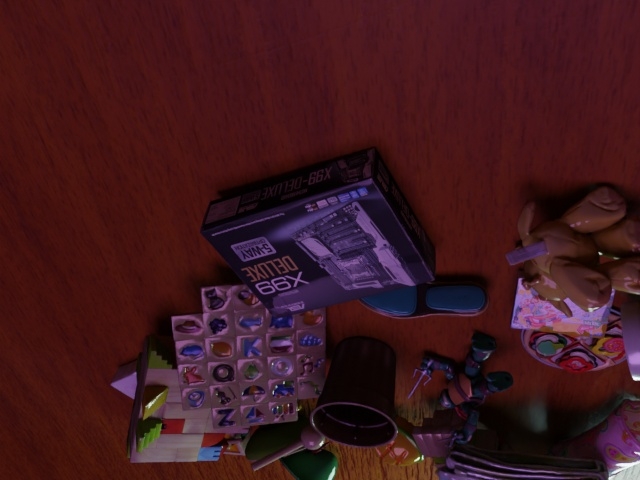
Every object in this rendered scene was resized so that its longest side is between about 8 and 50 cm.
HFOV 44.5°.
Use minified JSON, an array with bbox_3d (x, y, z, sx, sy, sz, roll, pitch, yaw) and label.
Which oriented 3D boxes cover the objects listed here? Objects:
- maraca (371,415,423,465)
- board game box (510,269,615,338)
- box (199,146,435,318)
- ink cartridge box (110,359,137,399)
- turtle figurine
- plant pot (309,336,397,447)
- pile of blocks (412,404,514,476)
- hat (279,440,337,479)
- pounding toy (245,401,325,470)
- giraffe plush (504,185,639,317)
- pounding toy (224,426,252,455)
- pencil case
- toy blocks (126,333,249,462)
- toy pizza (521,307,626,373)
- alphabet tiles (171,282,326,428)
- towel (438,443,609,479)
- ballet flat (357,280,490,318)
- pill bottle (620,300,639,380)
[{"bbox_3d":[0.146,0.429,1.716,0.186,0.099,0.127,17,138,36],"label":"maraca"},{"bbox_3d":[0.401,0.107,1.306,0.154,0.026,0.103,6,121,10],"label":"board game box"},{"bbox_3d":[0.000,0.000,1.270,0.308,0.076,0.242,-15,131,24],"label":"box"},{"bbox_3d":[-0.327,0.324,1.758,0.232,0.066,0.189,-21,128,39],"label":"ink cartridge box"},{"bbox_3d":[0.269,0.283,1.503,0.175,0.118,0.234,53,139,17],"label":"turtle figurine"},{"bbox_3d":[0.076,0.289,1.520,0.167,0.165,0.167,8,138,7],"label":"plant pot"},{"bbox_3d":[0.342,0.463,1.684,0.362,0.112,0.149,42,132,-20],"label":"pile of blocks"},{"bbox_3d":[0.019,0.516,1.901,0.173,0.183,0.208,45,172,-22],"label":"hat"},{"bbox_3d":[-0.090,0.411,1.737,0.183,0.110,0.237,-16,177,-8],"label":"pounding toy"},{"bbox_3d":[0.371,0.036,1.174,0.210,0.181,0.170,-3,159,4],"label":"giraffe plush"},{"bbox_3d":[-0.224,0.453,1.837,0.141,0.100,0.130,1,138,15],"label":"pounding toy"},{"bbox_3d":[0.564,0.422,1.573,0.124,0.124,0.284,22,139,-9],"label":"pencil case"},{"bbox_3d":[-0.258,0.342,1.666,0.261,0.190,0.381,5,126,-19],"label":"toy blocks"},{"bbox_3d":[0.460,0.181,1.390,0.201,0.032,0.201,8,139,7],"label":"toy pizza"},{"bbox_3d":[-0.131,0.223,1.500,0.285,0.011,0.342,-4,120,-8],"label":"alphabet tiles"},{"bbox_3d":[0.416,0.559,1.607,0.321,0.090,0.374,3,134,18],"label":"towel"},{"bbox_3d":[0.175,0.103,1.357,0.232,0.080,0.073,6,168,12],"label":"ballet flat"},{"bbox_3d":[0.632,0.135,1.177,0.323,0.181,0.181,-10,134,26],"label":"pill bottle"}]
